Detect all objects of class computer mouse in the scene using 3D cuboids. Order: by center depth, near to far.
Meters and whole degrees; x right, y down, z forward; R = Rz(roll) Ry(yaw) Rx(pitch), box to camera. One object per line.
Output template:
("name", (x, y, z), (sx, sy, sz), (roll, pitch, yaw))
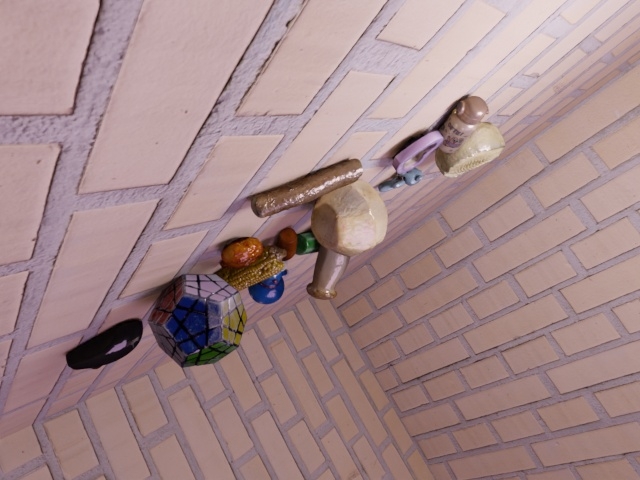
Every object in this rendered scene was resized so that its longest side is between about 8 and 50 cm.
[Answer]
("computer mouse", (-0.767, 0.394, 1.553), (0.269, 0.100, 0.170), (-30, 166, -5))

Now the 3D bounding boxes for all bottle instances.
("bottle", (0.453, -0.383, 1.386), (0.110, 0.097, 0.209), (6, 157, -10))
("bottle", (0.000, 0.000, 1.823), (0.093, 0.093, 0.330), (-38, 166, 30))

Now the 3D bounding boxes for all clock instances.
("clock", (0.307, -0.299, 1.427), (0.172, 0.064, 0.198), (-23, 165, -34))

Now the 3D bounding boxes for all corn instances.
("corn", (-0.271, 0.113, 1.581), (0.322, 0.119, 0.119), (-23, 169, 7))

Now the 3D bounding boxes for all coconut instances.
("coconut", (0.102, -0.078, 1.435), (0.259, 0.259, 0.259), (-29, 168, -7))

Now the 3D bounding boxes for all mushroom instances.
("mushroom", (0.060, 0.046, 1.721), (0.154, 0.137, 0.407), (-44, 154, -74))

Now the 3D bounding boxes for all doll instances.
("doll", (0.312, -0.247, 1.677), (0.180, 0.075, 0.120), (-13, -151, 6))
("doll", (-0.234, 0.168, 1.861), (0.215, 0.161, 0.257), (-7, 140, -31))

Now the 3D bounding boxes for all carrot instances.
("carrot", (-0.128, 0.022, 1.626), (0.087, 0.087, 0.193), (-25, 168, -24))

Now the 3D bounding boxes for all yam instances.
("yam", (-0.035, -0.148, 1.199), (0.357, 0.081, 0.081), (-23, 166, -25))

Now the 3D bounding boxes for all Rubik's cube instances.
("Rubik's cube", (-0.406, 0.265, 1.424), (0.319, 0.319, 0.264), (-28, 180, -12))

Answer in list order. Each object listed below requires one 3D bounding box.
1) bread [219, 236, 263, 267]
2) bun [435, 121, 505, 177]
("bread", (-0.260, 0.050, 1.406), (0.139, 0.095, 0.269), (-19, 169, -17))
("bun", (0.549, -0.351, 1.595), (0.259, 0.152, 0.259), (-18, 170, -3))
